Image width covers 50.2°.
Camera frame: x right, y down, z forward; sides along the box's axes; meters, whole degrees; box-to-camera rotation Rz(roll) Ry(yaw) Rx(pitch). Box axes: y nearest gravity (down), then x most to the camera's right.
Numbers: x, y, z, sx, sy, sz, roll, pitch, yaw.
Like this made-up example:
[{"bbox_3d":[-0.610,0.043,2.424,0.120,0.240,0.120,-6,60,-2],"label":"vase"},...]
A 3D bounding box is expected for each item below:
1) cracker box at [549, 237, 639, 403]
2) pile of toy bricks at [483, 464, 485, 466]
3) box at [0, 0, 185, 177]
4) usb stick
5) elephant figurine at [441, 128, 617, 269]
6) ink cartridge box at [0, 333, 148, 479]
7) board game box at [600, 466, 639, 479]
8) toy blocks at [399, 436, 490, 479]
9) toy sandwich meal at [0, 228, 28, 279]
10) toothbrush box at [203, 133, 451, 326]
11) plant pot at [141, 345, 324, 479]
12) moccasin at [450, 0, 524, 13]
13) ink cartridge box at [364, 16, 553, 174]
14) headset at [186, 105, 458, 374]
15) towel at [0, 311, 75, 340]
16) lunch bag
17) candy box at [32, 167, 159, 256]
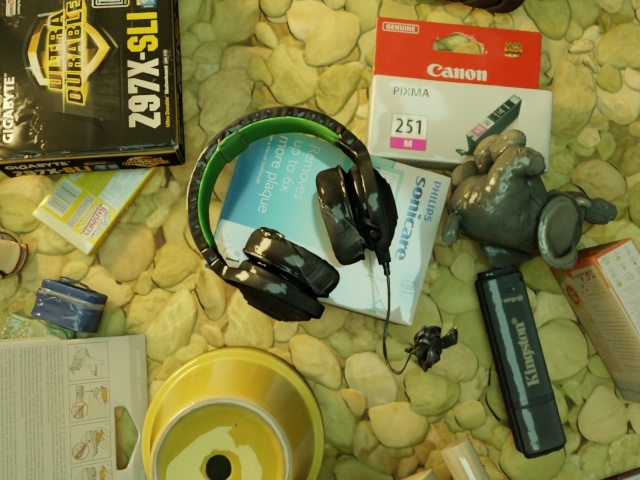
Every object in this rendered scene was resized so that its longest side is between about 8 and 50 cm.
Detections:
[{"bbox_3d":[0.434,0.118,0.965,0.067,0.156,0.232,-27,86,-6],"label":"cracker box"},{"bbox_3d":[0.227,0.426,0.931,0.118,0.105,0.212,12,86,21],"label":"pile of toy bricks"},{"bbox_3d":[-0.335,-0.261,0.999,0.257,0.079,0.322,-3,77,-4],"label":"box"},{"bbox_3d":[0.294,0.177,1.007,0.077,0.045,0.278,-12,84,-5],"label":"usb stick"},{"bbox_3d":[0.300,-0.026,0.955,0.239,0.169,0.186,41,110,-18],"label":"elephant figurine"},{"bbox_3d":[-0.366,0.281,0.930,0.261,0.066,0.296,3,80,-41],"label":"ink cartridge box"},{"bbox_3d":[0.417,0.428,0.994,0.281,0.027,0.145,-16,83,-4],"label":"board game box"},{"bbox_3d":[0.079,0.435,0.799,0.288,0.309,0.260,-33,78,31],"label":"toy blocks"},{"bbox_3d":[-0.474,0.021,1.001,0.085,0.029,0.086,0,84,-2],"label":"toy sandwich meal"},{"bbox_3d":[0.010,-0.019,0.978,0.295,0.126,0.216,17,84,-2],"label":"toothbrush box"},{"bbox_3d":[-0.118,0.269,0.884,0.253,0.239,0.254,0,84,-1],"label":"plant pot"},{"bbox_3d":[0.143,-0.460,1.026,0.379,0.139,0.147,10,82,-1],"label":"moccasin"},{"bbox_3d":[0.213,-0.227,1.044,0.275,0.060,0.239,5,85,-2],"label":"ink cartridge box"},{"bbox_3d":[0.000,0.000,0.820,0.243,0.185,0.394,-41,77,-4],"label":"headset"},{"bbox_3d":[-0.426,0.186,0.986,0.110,0.027,0.148,15,83,0],"label":"towel"},{"bbox_3d":[-0.360,0.088,0.979,0.098,0.067,0.065,18,83,1],"label":"lunch bag"},{"bbox_3d":[-0.323,-0.088,1.020,0.105,0.027,0.206,36,83,1],"label":"candy box"}]
